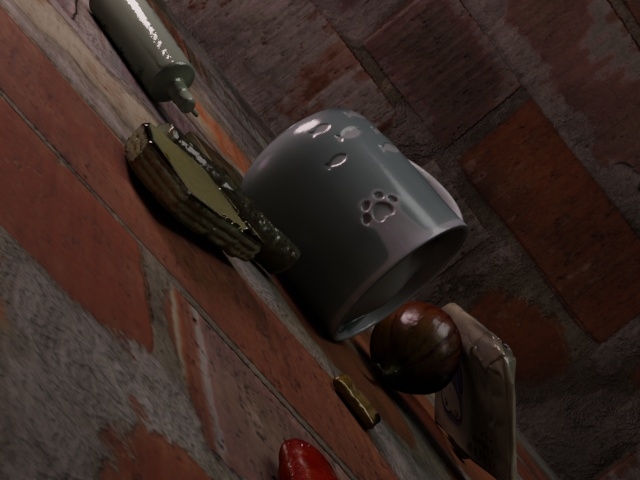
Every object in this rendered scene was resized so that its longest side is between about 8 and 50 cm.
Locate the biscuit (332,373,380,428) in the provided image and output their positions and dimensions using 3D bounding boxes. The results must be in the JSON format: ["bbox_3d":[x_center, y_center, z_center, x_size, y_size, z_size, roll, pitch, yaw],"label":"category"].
[{"bbox_3d":[0.047,0.208,1.670,0.081,0.018,0.083,52,5,7],"label":"biscuit"}]

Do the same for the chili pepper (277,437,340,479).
[{"bbox_3d":[-0.010,0.203,1.045,0.169,0.065,0.088,-128,-166,-72],"label":"chili pepper"}]

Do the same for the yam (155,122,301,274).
[{"bbox_3d":[-0.128,-0.054,1.732,0.274,0.061,0.061,48,7,-30],"label":"yam"}]

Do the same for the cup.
[{"bbox_3d":[0.069,-0.050,1.960,0.357,0.259,0.274,-24,68,-47],"label":"cup"}]

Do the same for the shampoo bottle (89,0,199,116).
[{"bbox_3d":[-0.269,-0.300,2.019,0.262,0.085,0.085,55,6,25],"label":"shampoo bottle"}]

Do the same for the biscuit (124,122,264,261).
[{"bbox_3d":[-0.159,-0.059,1.524,0.150,0.052,0.252,50,3,21],"label":"biscuit"}]

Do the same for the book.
[{"bbox_3d":[-0.143,-0.094,2.080,0.138,0.016,0.199,54,6,22],"label":"book"}]

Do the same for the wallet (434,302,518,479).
[{"bbox_3d":[0.252,0.260,2.155,0.335,0.068,0.274,-137,-134,-68],"label":"wallet"}]

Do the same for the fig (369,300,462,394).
[{"bbox_3d":[0.152,0.188,2.071,0.202,0.149,0.148,-81,179,-49],"label":"fig"}]

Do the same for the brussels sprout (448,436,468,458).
[{"bbox_3d":[0.259,0.360,2.302,0.051,0.046,0.083,57,3,-20],"label":"brussels sprout"}]
